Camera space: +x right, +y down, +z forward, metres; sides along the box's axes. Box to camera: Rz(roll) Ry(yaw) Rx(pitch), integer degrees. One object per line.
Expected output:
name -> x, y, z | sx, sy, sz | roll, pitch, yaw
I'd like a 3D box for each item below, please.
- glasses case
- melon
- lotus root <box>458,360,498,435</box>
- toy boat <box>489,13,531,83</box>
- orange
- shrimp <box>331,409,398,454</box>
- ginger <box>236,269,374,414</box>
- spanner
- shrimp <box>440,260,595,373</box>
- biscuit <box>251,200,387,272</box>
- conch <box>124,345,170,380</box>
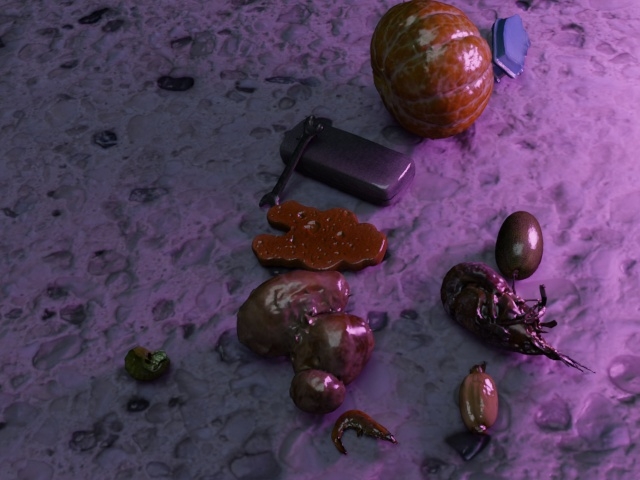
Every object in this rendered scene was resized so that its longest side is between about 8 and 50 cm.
glasses case -> 0.059, -0.185, 1.994 | 0.323, 0.074, 0.131 | 25, 60, 27
melon -> 0.410, 0.008, 1.757 | 0.099, 0.099, 0.162 | 5, 51, 15
lotus root -> 0.292, 0.294, 1.580 | 0.073, 0.062, 0.150 | -17, 46, 27
toy boat -> 0.460, -0.486, 2.145 | 0.098, 0.109, 0.238 | -37, 26, 42
orange -> 0.254, -0.399, 1.964 | 0.249, 0.329, 0.329 | -28, 52, -13
shrimp -> 0.081, 0.366, 1.590 | 0.127, 0.025, 0.091 | 16, 57, 27
ginger -> -0.015, 0.191, 1.663 | 0.244, 0.155, 0.304 | -30, 52, -14
spanner -> -0.068, -0.175, 1.977 | 0.054, 0.015, 0.254 | 29, 91, 29
shrimp -> 0.378, 0.151, 1.643 | 0.343, 0.116, 0.145 | 35, 80, 31
biscuit -> 0.001, 0.002, 1.881 | 0.295, 0.044, 0.186 | 13, 60, 22
conch -> -0.349, 0.247, 1.739 | 0.089, 0.074, 0.121 | -29, 12, -31
